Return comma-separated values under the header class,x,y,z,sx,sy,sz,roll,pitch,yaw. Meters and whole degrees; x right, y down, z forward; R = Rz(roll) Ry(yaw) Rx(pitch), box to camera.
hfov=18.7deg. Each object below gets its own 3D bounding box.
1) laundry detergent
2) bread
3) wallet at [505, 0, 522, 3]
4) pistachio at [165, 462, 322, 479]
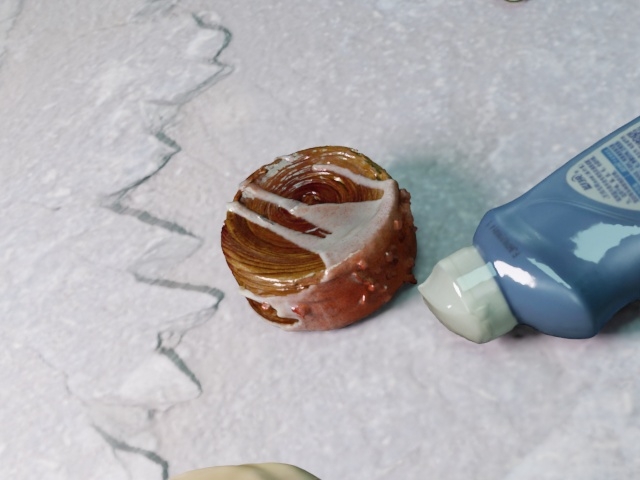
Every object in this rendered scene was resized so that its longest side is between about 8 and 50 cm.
class,x,y,z,sx,sy,sz,roll,pitch,yaw
laundry detergent,0.216,-0.004,1.458,0.290,0.094,0.143,-29,50,0
bread,0.000,0.000,1.552,0.160,0.073,0.160,-12,42,11
wallet,0.174,-0.282,1.768,0.110,0.039,0.155,-32,44,-3
pistachio,-0.107,0.267,1.275,0.318,0.214,0.193,-26,86,8
